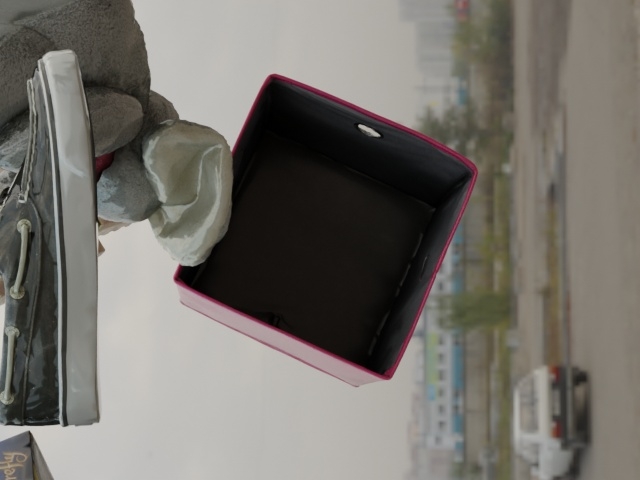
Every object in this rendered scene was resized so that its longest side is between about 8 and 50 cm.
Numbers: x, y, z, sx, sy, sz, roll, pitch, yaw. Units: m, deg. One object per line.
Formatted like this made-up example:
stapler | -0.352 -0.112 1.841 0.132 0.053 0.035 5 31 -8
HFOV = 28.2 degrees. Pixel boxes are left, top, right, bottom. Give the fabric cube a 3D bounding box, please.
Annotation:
fabric cube | 0.000 0.000 1.448 0.258 0.254 0.259 115 180 -81

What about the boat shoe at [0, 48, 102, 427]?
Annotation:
boat shoe | -0.163 0.001 0.728 0.078 0.070 0.219 -153 62 -80

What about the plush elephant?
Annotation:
plush elephant | -0.209 -0.098 1.001 0.272 0.330 0.255 46 156 42

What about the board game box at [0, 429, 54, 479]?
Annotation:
board game box | -0.203 0.277 0.961 0.243 0.042 0.165 -121 12 -63

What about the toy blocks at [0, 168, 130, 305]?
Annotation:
toy blocks | -0.394 -0.099 1.640 0.288 0.309 0.260 -25 -100 -47
